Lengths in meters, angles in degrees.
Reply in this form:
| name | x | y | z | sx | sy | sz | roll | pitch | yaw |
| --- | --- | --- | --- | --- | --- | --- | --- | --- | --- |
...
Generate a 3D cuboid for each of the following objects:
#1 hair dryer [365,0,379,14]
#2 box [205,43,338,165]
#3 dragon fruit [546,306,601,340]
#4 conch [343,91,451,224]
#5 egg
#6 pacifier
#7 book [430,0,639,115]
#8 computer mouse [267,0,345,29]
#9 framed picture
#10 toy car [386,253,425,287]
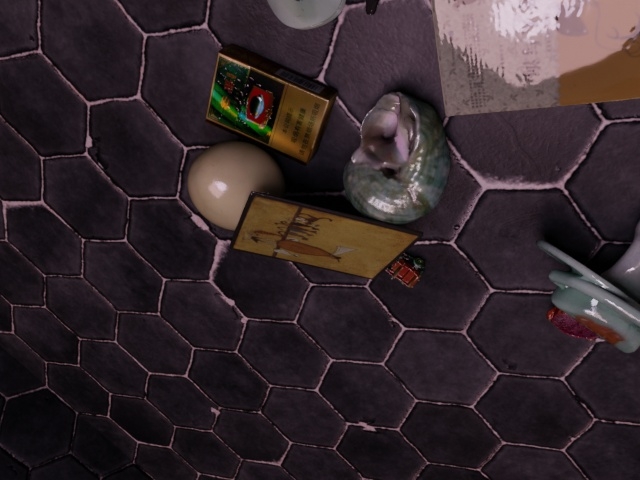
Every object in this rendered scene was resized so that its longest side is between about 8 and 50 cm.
| name | x | y | z | sx | sy | sz | roll | pitch | yaw |
| --- | --- | --- | --- | --- | --- | --- | --- | --- | --- |
| hair dryer | 0.119 | -0.483 | 0.934 | 0.114 | 0.070 | 0.248 | 18 | 131 | 9 |
| box | -0.103 | -0.272 | 1.159 | 0.240 | 0.071 | 0.159 | 24 | 131 | 5 |
| dragon fruit | 0.543 | 0.157 | 1.205 | 0.126 | 0.068 | 0.112 | 27 | 156 | -3 |
| conch | 0.138 | -0.136 | 1.105 | 0.220 | 0.195 | 0.277 | 51 | 152 | 7 |
| egg | -0.174 | -0.113 | 1.197 | 0.186 | 0.242 | 0.185 | -1 | 89 | 26 |
| pacifier | 0.573 | 0.061 | 1.041 | 0.344 | 0.288 | 0.269 | 31 | 102 | -6 |
| book | 0.382 | -0.348 | 0.942 | 0.389 | 0.032 | 0.268 | -2 | 123 | 23 |
| computer mouse | -0.054 | -0.502 | 0.967 | 0.160 | 0.097 | 0.288 | -8 | 120 | 28 |
| framed picture | 0.000 | 0.000 | 1.162 | 0.339 | 0.014 | 0.255 | 13 | 153 | -14 |
| toy car | 0.161 | 0.046 | 1.285 | 0.143 | 0.054 | 0.073 | 33 | 130 | -2 |
